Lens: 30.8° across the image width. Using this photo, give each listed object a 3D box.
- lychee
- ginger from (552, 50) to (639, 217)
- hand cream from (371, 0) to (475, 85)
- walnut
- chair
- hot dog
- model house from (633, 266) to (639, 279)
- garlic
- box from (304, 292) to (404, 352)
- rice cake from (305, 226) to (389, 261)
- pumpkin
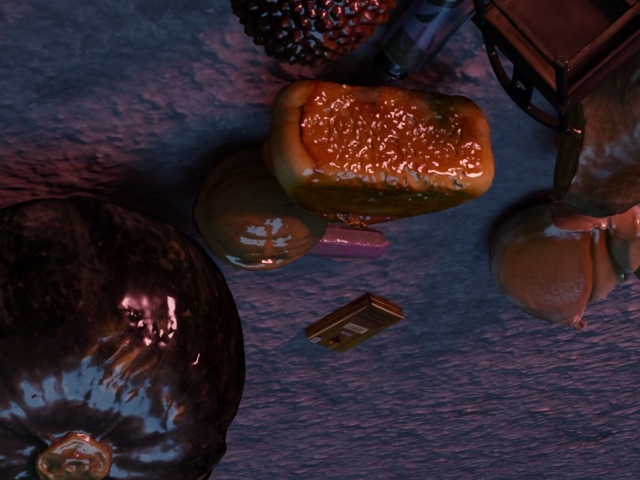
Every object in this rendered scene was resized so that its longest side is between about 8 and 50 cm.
[{"bbox_3d":[-0.006,-0.247,1.048,0.188,0.188,0.188,-9,148,-6],"label":"lychee"},{"bbox_3d":[0.395,-0.131,1.412,0.221,0.130,0.275,-8,146,2],"label":"ginger"},{"bbox_3d":[0.145,-0.264,1.191,0.091,0.058,0.271,1,144,-42],"label":"hand cream"},{"bbox_3d":[-0.072,-0.038,1.393,0.167,0.149,0.166,0,180,0],"label":"walnut"},{"bbox_3d":[0.244,-0.218,1.171,0.141,0.154,0.260,-40,165,4],"label":"chair"},{"bbox_3d":[0.055,-0.096,1.310,0.257,0.150,0.153,3,166,-19],"label":"hot dog"},{"bbox_3d":[0.535,-0.002,1.696,0.167,0.117,0.088,-31,148,22],"label":"model house"},{"bbox_3d":[0.349,0.021,1.673,0.217,0.110,0.228,1,134,-1],"label":"garlic"},{"bbox_3d":[0.053,0.130,1.812,0.133,0.023,0.090,-32,142,28],"label":"box"},{"bbox_3d":[0.000,0.000,1.572,0.207,0.036,0.047,8,153,-30],"label":"rice cake"},{"bbox_3d":[-0.306,0.153,1.413,0.454,0.344,0.454,-8,132,-9],"label":"pumpkin"}]
